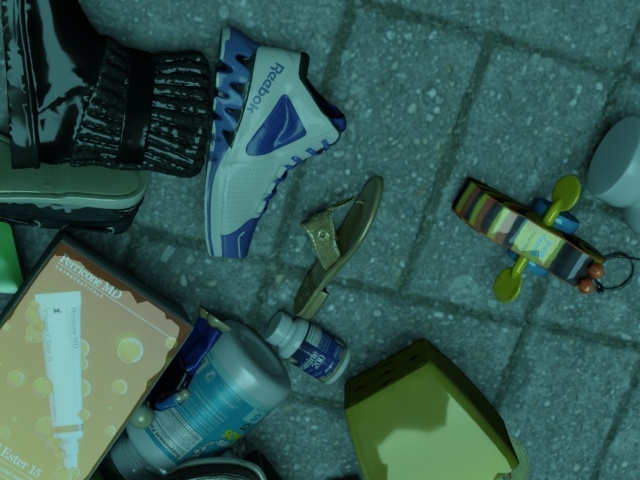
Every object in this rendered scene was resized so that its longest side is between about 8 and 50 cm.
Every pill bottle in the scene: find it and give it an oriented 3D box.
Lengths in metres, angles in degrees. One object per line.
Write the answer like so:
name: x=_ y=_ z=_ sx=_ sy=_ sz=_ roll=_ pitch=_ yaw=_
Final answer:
pill bottle: x=0.533 y=-0.056 z=1.705 sx=0.302 sy=0.169 sz=0.169 roll=25 pitch=106 yaw=-14
pill bottle: x=-0.181 y=0.249 z=1.766 sx=0.264 sy=0.146 sz=0.146 roll=-42 pitch=109 yaw=11
pill bottle: x=-0.021 y=0.155 z=1.787 sx=0.120 sy=0.067 sz=0.067 roll=33 pitch=104 yaw=-16

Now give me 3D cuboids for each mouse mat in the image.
mouse mat: x=-0.487 y=0.021 z=1.666 sx=0.153 sy=0.007 sz=0.189 roll=3 pitch=145 yaw=-4

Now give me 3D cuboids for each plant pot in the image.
plant pot: x=0.141 y=0.270 z=1.783 sx=0.212 sy=0.212 sz=0.187 roll=-31 pitch=98 yaw=6

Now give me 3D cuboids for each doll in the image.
doll: x=-0.200 y=0.181 z=1.681 sx=0.046 sy=0.129 sz=0.189 roll=37 pitch=86 yaw=-26

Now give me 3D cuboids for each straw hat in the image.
straw hat: x=0.268 y=0.378 z=1.902 sx=0.145 sy=0.061 sz=0.144 roll=-2 pitch=111 yaw=-4

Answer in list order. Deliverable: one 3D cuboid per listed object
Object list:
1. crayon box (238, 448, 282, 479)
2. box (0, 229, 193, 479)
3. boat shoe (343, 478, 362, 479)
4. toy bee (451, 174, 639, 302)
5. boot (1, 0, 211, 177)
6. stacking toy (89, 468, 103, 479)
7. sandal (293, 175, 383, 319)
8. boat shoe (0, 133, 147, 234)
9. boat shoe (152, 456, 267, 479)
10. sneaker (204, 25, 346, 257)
crayon box: x=-0.104 y=0.473 z=1.848 sx=0.202 sy=0.081 sz=0.318 roll=-27 pitch=129 yaw=6
box: x=-0.361 y=0.188 z=1.652 sx=0.215 sy=0.168 sz=0.345 roll=35 pitch=88 yaw=-13
boat shoe: x=0.062 y=0.458 z=1.910 sx=0.066 sy=0.066 sz=0.183 roll=-16 pitch=111 yaw=-1
toy bee: x=0.337 y=0.003 z=1.714 sx=0.298 sy=0.162 sz=0.195 roll=5 pitch=109 yaw=-7
boot: x=-0.273 y=-0.252 z=1.574 sx=0.260 sy=0.131 sz=0.347 roll=-2 pitch=104 yaw=-10
stacking toy: x=-0.379 y=0.377 z=1.811 sx=0.166 sy=0.175 sz=0.301 roll=-20 pitch=97 yaw=-4
sandal: x=0.001 y=0.003 z=1.721 sx=0.079 sy=0.088 sz=0.240 roll=21 pitch=112 yaw=-19
boat shoe: x=-0.408 y=-0.069 z=1.643 sx=0.340 sy=0.127 sz=0.113 roll=3 pitch=140 yaw=-10
boat shoe: x=-0.232 y=0.383 z=1.677 sx=0.325 sy=0.097 sz=0.116 roll=-14 pitch=94 yaw=7
sneaker: x=-0.062 y=-0.122 z=1.646 sx=0.182 sy=0.127 sz=0.315 roll=5 pitch=108 yaw=-5
